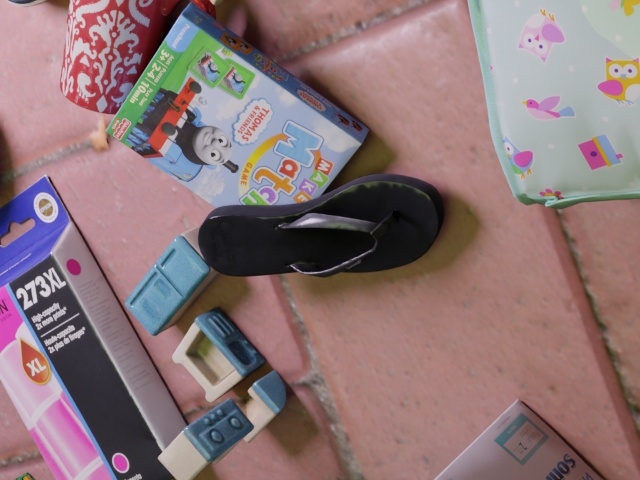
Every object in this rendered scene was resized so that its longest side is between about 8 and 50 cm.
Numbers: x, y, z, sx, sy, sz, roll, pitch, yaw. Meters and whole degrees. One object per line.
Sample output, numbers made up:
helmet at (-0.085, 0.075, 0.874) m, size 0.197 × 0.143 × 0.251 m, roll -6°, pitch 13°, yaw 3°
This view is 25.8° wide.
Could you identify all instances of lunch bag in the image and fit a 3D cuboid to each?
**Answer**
lunch bag at (0.246, -0.160, 1.128) m, size 0.223 × 0.160 × 0.262 m, roll -4°, pitch 98°, yaw 31°

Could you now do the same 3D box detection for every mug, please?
mug at (-0.194, -0.212, 1.400) m, size 0.150 × 0.113 × 0.169 m, roll 41°, pitch 127°, yaw 35°

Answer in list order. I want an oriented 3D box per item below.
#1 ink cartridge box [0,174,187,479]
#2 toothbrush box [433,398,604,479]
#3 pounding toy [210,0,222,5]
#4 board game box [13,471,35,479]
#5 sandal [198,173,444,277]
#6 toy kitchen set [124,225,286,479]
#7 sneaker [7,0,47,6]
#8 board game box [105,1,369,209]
ink cartridge box at (-0.293, 0.127, 1.605) m, size 0.176 × 0.069 × 0.371 m, roll -30°, pitch 87°, yaw 34°
toothbrush box at (0.110, 0.320, 1.329) m, size 0.126 × 0.216 × 0.295 m, roll 44°, pitch 123°, yaw 11°
pounding toy at (-0.080, -0.320, 1.317) m, size 0.206 × 0.094 × 0.181 m, roll 6°, pitch 113°, yaw 44°
board game box at (-0.318, 0.424, 1.734) m, size 0.259 × 0.030 × 0.136 m, roll 48°, pitch 121°, yaw 10°
sandal at (0.000, 0.001, 1.359) m, size 0.255 × 0.054 × 0.097 m, roll -11°, pitch 116°, yaw 21°
toy kitchen set at (-0.134, 0.116, 1.439) m, size 0.207 × 0.166 × 0.122 m, roll 47°, pitch 123°, yaw 9°
sneaker at (-0.272, -0.374, 1.374) m, size 0.131 × 0.148 × 0.350 m, roll 42°, pitch 122°, yaw 13°
board game box at (-0.083, -0.108, 1.374) m, size 0.211 × 0.039 × 0.160 m, roll 34°, pitch 122°, yaw -7°
